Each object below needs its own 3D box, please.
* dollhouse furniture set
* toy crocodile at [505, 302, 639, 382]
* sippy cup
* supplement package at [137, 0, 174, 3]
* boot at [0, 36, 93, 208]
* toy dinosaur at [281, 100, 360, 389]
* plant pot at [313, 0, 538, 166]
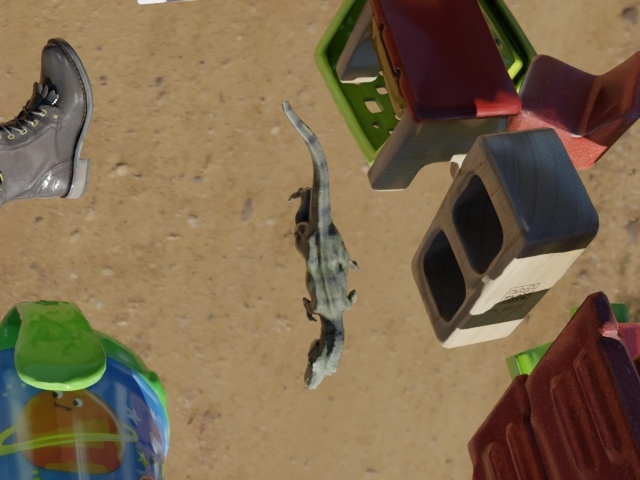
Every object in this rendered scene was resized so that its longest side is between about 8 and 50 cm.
[{"bbox_3d":[0.160,-0.003,0.481,0.201,0.152,0.374,-5,59,-17],"label":"dollhouse furniture set"},{"bbox_3d":[0.369,0.121,1.047,0.105,0.341,0.115,9,75,-51],"label":"toy crocodile"},{"bbox_3d":[-0.212,0.216,0.721,0.240,0.224,0.305,-29,126,-3],"label":"sippy cup"},{"bbox_3d":[-0.134,-0.422,1.125,0.199,0.198,0.262,-7,105,-8],"label":"supplement package"},{"bbox_3d":[-0.441,-0.151,1.342,0.229,0.091,0.262,-12,108,-43],"label":"boot"},{"bbox_3d":[0.000,0.000,0.908,0.064,0.118,0.268,-7,98,4],"label":"toy dinosaur"},{"bbox_3d":[0.156,-0.250,1.320,0.207,0.228,0.227,-4,57,-37],"label":"plant pot"}]
